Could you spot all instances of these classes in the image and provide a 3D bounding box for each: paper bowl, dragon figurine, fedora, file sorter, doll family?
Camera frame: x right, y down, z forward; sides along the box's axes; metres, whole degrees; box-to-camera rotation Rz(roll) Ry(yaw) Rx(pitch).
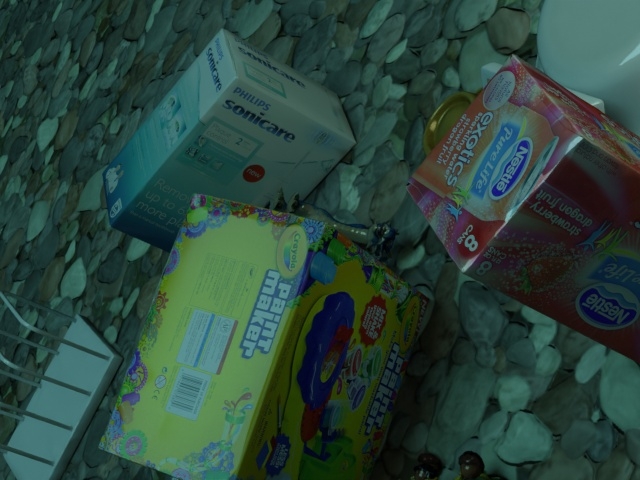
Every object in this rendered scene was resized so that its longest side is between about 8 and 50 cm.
[{"bbox_3d":[0.332,-0.211,1.267,0.284,0.148,0.284,-31,46,38],"label":"paper bowl"},{"bbox_3d":[0.000,0.000,1.625,0.085,0.144,0.289,-66,17,-9],"label":"dragon figurine"},{"bbox_3d":[0.176,-0.113,1.473,0.194,0.079,0.194,-31,46,39],"label":"fedora"},{"bbox_3d":[-0.484,0.250,2.046,0.277,0.173,0.193,-62,33,3],"label":"file sorter"},{"bbox_3d":[0.126,0.264,1.296,0.193,0.076,0.111,-18,59,51],"label":"doll family"}]

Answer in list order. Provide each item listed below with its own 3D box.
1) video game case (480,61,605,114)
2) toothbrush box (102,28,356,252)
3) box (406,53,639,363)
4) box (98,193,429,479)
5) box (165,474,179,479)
[{"bbox_3d":[0.232,-0.069,1.300,0.183,0.023,0.201,35,142,56],"label":"video game case"},{"bbox_3d":[-0.131,-0.114,1.770,0.295,0.216,0.126,-46,38,23],"label":"toothbrush box"},{"bbox_3d":[0.245,-0.010,1.109,0.154,0.300,0.142,-50,36,19],"label":"box"},{"bbox_3d":[-0.050,0.140,1.394,0.177,0.279,0.290,13,79,31],"label":"box"},{"bbox_3d":[-0.113,0.224,1.662,0.231,0.056,0.183,-35,42,36],"label":"box"}]
